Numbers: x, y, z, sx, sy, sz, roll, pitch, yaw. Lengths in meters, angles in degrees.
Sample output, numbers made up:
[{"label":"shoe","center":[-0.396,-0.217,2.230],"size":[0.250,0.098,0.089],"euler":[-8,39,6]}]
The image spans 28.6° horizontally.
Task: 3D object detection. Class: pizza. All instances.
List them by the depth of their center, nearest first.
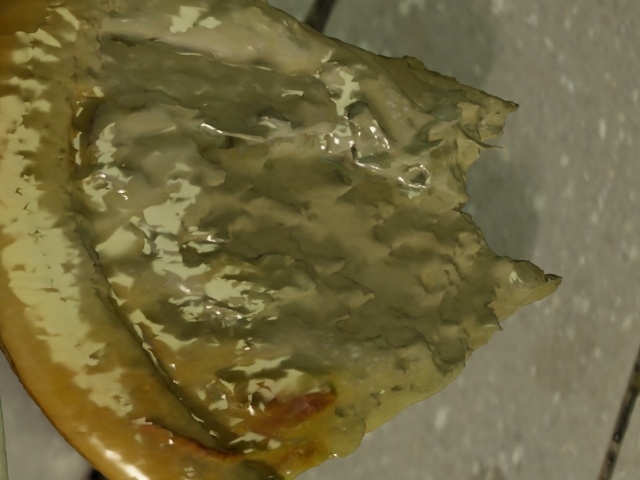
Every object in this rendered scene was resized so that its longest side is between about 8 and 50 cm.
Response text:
[{"label":"pizza","center":[0.000,0.000,0.423],"size":[0.262,0.034,0.181],"euler":[3,83,-40]}]

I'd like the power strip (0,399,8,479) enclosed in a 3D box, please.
[{"label":"power strip","center":[-0.221,0.093,0.224],"size":[0.367,0.043,0.106],"euler":[-5,88,-40]}]
